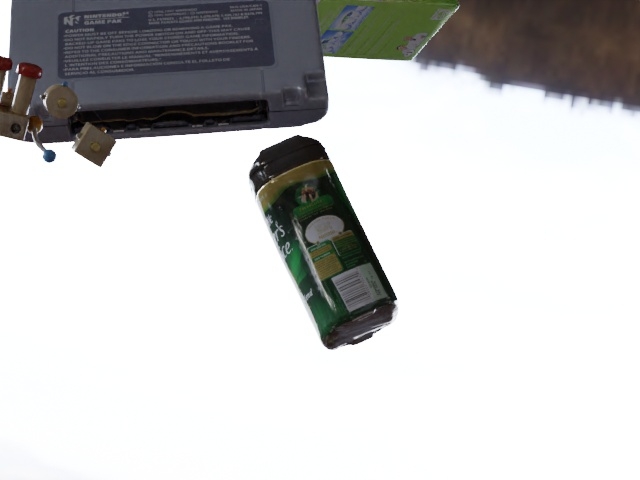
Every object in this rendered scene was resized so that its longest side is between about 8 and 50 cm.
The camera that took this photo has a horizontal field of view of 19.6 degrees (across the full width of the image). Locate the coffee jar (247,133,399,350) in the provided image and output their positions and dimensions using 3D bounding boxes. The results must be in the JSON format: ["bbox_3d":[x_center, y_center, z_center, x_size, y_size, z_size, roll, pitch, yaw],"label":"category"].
[{"bbox_3d":[0.000,0.000,1.658,0.079,0.184,0.096,-23,-17,-6],"label":"coffee jar"}]

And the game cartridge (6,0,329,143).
[{"bbox_3d":[-0.145,-0.180,1.745,0.294,0.196,0.060,-4,-40,-3],"label":"game cartridge"}]

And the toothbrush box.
[{"bbox_3d":[0.001,-0.340,2.292,0.283,0.206,0.122,-2,-32,-37],"label":"toothbrush box"}]

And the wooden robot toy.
[{"bbox_3d":[-0.258,-0.115,1.568,0.173,0.076,0.079,15,6,-14],"label":"wooden robot toy"}]
